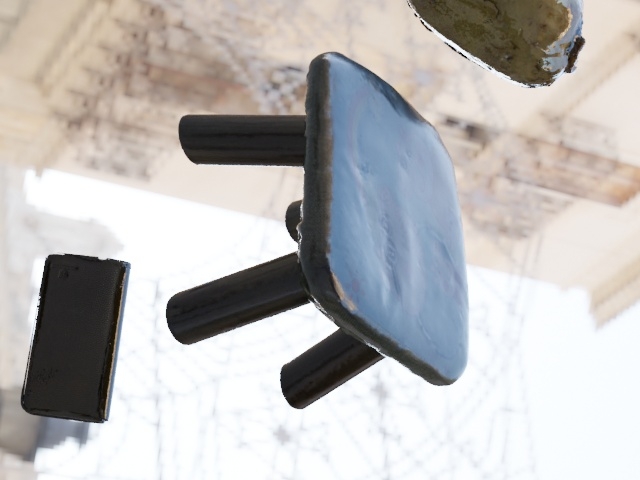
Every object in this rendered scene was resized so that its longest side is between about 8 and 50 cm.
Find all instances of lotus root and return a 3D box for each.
[{"bbox_3d":[0.194,-0.294,2.008,0.146,0.284,0.160,-41,159,-51],"label":"lotus root"}]

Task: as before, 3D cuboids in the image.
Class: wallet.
[{"bbox_3d":[-0.294,0.116,2.030,0.031,0.110,0.198,92,6,-77],"label":"wallet"}]

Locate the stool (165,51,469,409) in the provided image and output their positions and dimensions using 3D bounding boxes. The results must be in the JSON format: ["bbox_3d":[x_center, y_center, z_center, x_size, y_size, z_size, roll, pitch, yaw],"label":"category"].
[{"bbox_3d":[0.000,0.000,1.815,0.226,0.310,0.310,-16,-123,28],"label":"stool"}]
